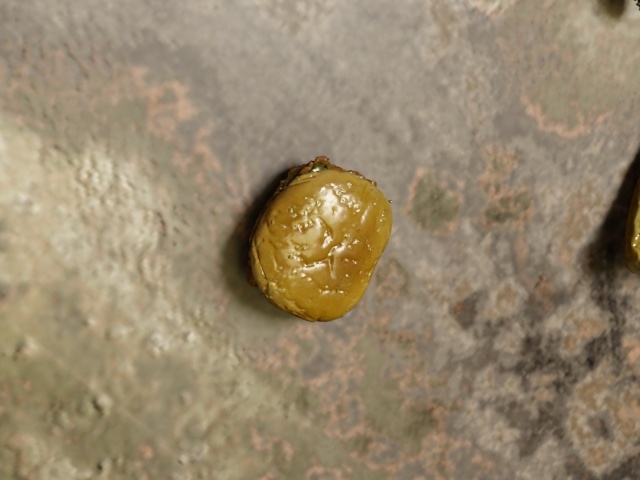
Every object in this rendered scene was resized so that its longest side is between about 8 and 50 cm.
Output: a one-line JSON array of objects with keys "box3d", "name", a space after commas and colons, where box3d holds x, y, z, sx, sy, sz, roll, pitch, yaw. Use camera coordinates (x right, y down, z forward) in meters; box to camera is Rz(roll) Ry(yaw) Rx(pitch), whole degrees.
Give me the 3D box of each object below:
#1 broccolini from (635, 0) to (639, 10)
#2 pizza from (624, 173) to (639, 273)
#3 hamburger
[{"box3d": [0.220, -0.246, 0.554, 0.239, 0.051, 0.054, -71, 160, -2], "name": "broccolini"}, {"box3d": [0.263, -0.029, 0.583, 0.175, 0.134, 0.046, -44, 153, 2], "name": "pizza"}, {"box3d": [0.000, 0.000, 0.507, 0.076, 0.044, 0.083, 22, 95, -26], "name": "hamburger"}]
